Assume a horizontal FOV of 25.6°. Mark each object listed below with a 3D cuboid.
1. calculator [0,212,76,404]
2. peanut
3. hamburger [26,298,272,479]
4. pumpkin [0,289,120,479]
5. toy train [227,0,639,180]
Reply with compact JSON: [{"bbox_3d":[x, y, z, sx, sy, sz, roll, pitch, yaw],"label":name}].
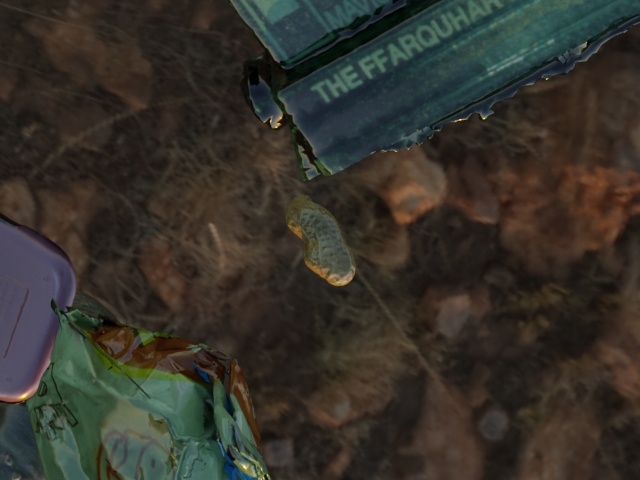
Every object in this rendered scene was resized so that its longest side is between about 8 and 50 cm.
[{"bbox_3d":[-0.377,0.046,1.432,0.194,0.294,0.043,-68,162,10],"label":"calculator"},{"bbox_3d":[0.000,0.000,1.556,0.054,0.054,0.113,-27,81,-20],"label":"peanut"},{"bbox_3d":[-0.171,0.201,1.277,0.150,0.260,0.276,-53,170,-38],"label":"hamburger"},{"bbox_3d":[-0.362,0.217,1.686,0.327,0.291,0.257,-30,142,16],"label":"pumpkin"},{"bbox_3d":[0.080,-0.173,0.761,0.330,0.138,0.178,-28,124,18],"label":"toy train"}]
